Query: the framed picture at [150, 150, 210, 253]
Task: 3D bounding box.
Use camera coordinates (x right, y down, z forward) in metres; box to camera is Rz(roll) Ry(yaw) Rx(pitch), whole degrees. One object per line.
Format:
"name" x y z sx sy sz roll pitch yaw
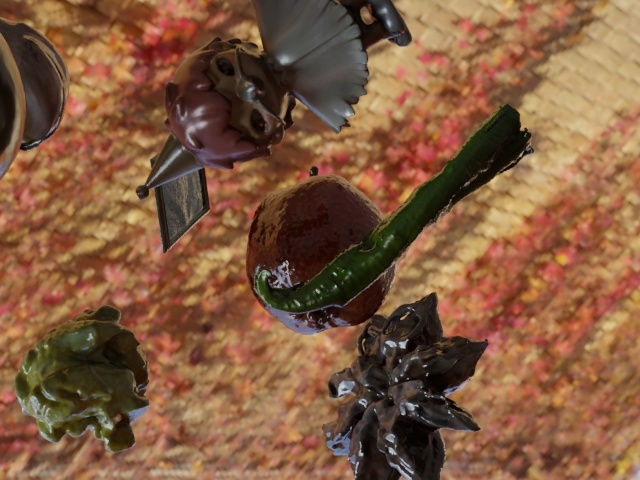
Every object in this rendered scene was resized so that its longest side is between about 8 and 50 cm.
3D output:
"framed picture" -0.202 -0.078 1.774 0.011 0.142 0.183 1 -160 16

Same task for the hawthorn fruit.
"hawthorn fruit" 0.000 0.000 1.634 0.205 0.205 0.253 27 -138 -25

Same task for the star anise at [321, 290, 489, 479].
"star anise" 0.110 0.228 1.745 0.117 0.332 0.332 25 -156 -29

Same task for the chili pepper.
"chili pepper" 0.090 -0.025 1.342 0.076 0.359 0.085 43 164 43

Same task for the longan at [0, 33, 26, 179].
"longan" -0.450 -0.153 1.317 0.258 0.258 0.258 31 -158 -14

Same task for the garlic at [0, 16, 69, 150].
"garlic" -0.464 -0.209 1.569 0.256 0.207 0.207 30 -158 -26

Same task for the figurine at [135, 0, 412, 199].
"figurine" -0.081 -0.184 1.448 0.207 0.387 0.166 58 -174 -10

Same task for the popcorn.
"popcorn" -0.324 0.198 1.677 0.185 0.167 0.187 42 -135 -29
